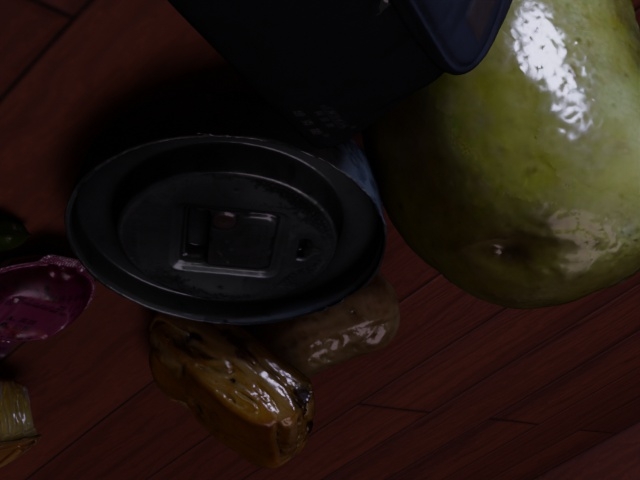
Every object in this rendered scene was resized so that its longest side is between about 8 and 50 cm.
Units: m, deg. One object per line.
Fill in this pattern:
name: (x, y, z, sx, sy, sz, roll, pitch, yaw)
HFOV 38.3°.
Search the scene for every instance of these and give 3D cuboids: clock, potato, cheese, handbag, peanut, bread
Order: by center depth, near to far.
handbag: (0.038, -0.215, 0.648, 0.275, 0.177, 0.302, -29, 150, 12)
potato: (0.163, -0.078, 0.863, 0.213, 0.280, 0.330, 4, 143, -42)
clock: (-0.090, -0.020, 0.904, 0.313, 0.061, 0.312, 0, 144, 0)
cheese: (-0.340, 0.082, 1.005, 0.244, 0.062, 0.155, -39, 146, 30)
bread: (-0.443, 0.239, 1.150, 0.190, 0.114, 0.132, -29, 161, 29)
bread: (-0.119, 0.188, 1.171, 0.099, 0.235, 0.210, -51, 164, -28)
peanut: (-0.009, 0.118, 1.227, 0.253, 0.122, 0.137, -28, 178, 15)

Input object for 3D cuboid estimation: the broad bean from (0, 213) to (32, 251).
broad bean: (-0.377, -0.010, 0.849, 0.227, 0.039, 0.069, 3, 176, -31)
